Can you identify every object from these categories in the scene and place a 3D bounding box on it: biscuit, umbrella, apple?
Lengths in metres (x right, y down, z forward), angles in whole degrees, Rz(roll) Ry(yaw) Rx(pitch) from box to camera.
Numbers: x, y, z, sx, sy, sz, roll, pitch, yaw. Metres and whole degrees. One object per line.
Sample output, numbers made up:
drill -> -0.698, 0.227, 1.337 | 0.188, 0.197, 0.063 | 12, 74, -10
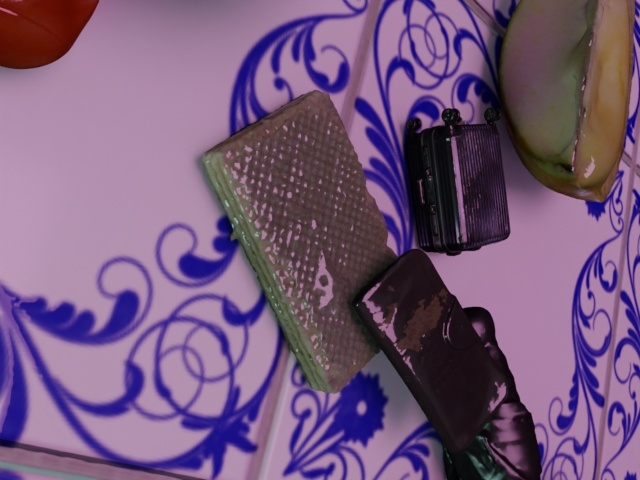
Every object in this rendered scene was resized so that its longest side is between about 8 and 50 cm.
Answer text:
biscuit -> 0.000, 0.000, 0.512 | 0.121, 0.040, 0.199 | -38, 112, -35
umbrella -> 0.162, 0.236, 0.617 | 0.113, 0.106, 0.358 | -14, 89, -51
apple -> 0.262, -0.157, 0.712 | 0.193, 0.120, 0.265 | 28, 71, -51

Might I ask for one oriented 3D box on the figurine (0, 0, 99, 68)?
figurine -> -0.182, -0.124, 0.336 | 0.140, 0.075, 0.068 | -5, 89, -40

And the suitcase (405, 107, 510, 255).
suitcase -> 0.124, -0.051, 0.614 | 0.086, 0.059, 0.126 | -10, 94, -40

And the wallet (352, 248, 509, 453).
wallet -> 0.089, 0.084, 0.533 | 0.082, 0.018, 0.157 | -39, 106, -26
